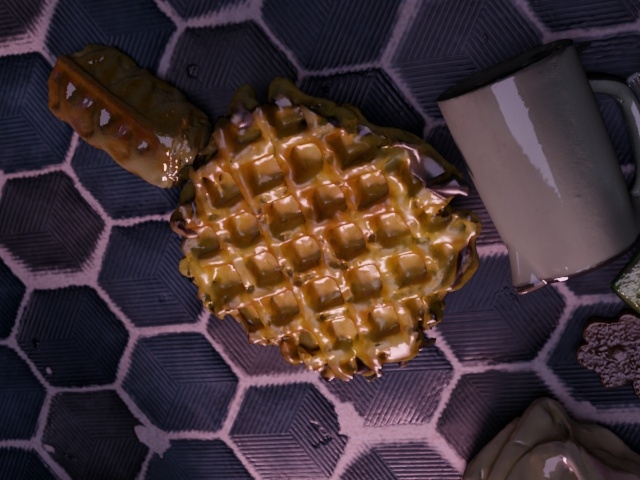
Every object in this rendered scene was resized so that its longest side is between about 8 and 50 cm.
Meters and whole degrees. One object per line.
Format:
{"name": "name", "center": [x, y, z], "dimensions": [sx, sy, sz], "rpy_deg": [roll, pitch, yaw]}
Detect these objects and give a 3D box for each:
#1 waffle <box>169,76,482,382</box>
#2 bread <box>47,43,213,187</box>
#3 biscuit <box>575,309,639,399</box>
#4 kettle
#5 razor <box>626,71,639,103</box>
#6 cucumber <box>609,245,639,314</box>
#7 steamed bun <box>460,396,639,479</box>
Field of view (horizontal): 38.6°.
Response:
{"name": "waffle", "center": [0.000, 0.000, 1.163], "dimensions": [0.382, 0.095, 0.380], "rpy_deg": [29, 119, 4]}
{"name": "bread", "center": [-0.251, -0.163, 1.198], "dimensions": [0.232, 0.088, 0.128], "rpy_deg": [33, 102, 7]}
{"name": "biscuit", "center": [0.416, 0.146, 1.159], "dimensions": [0.175, 0.026, 0.124], "rpy_deg": [16, 105, 8]}
{"name": "kettle", "center": [0.283, -0.097, 1.061], "dimensions": [0.240, 0.165, 0.255], "rpy_deg": [-28, 99, -10]}
{"name": "razor", "center": [0.407, -0.123, 1.064], "dimensions": [0.068, 0.037, 0.191], "rpy_deg": [-37, 112, 14]}
{"name": "cucumber", "center": [0.427, 0.049, 1.101], "dimensions": [0.116, 0.062, 0.115], "rpy_deg": [37, 95, 16]}
{"name": "steamed bun", "center": [0.301, 0.377, 1.157], "dimensions": [0.280, 0.207, 0.268], "rpy_deg": [32, 110, 4]}
